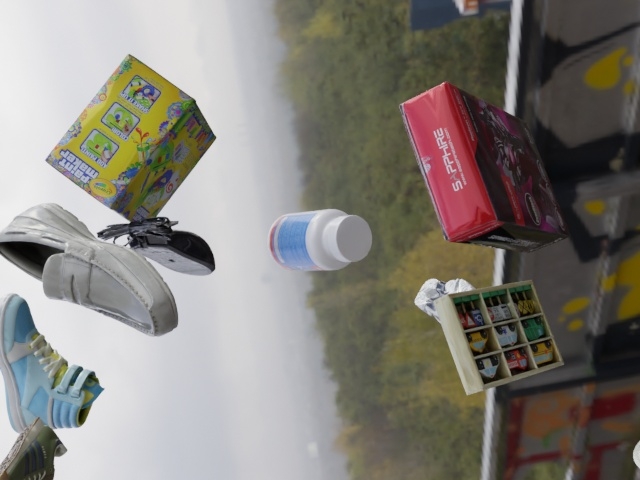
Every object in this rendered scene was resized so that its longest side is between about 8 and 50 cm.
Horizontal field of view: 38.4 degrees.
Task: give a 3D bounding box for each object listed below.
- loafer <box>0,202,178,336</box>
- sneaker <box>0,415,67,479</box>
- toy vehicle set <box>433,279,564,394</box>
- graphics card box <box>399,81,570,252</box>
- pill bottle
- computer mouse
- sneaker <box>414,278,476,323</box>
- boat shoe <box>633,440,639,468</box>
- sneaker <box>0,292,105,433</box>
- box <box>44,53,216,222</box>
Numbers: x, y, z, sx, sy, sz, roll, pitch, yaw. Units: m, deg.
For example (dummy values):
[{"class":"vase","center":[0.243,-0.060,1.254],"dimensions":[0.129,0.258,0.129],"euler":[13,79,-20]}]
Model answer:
[{"class":"loafer","center":[-0.319,0.049,1.239],"dimensions":[0.319,0.111,0.112],"euler":[25,133,34]},{"class":"sneaker","center":[-0.467,0.370,1.482],"dimensions":[0.086,0.064,0.192],"euler":[45,-156,-14]},{"class":"toy vehicle set","center":[0.314,0.162,1.597],"dimensions":[0.035,0.267,0.166],"euler":[-30,73,41]},{"class":"graphics card box","center":[0.278,-0.106,1.504],"dimensions":[0.371,0.094,0.233],"euler":[9,-120,-59]},{"class":"pill bottle","center":[0.000,0.000,1.862],"dimensions":[0.221,0.124,0.124],"euler":[-3,97,55]},{"class":"computer mouse","center":[-0.313,0.001,1.918],"dimensions":[0.272,0.188,0.072],"euler":[36,-125,-55]},{"class":"sneaker","center":[0.307,0.156,1.899],"dimensions":[0.094,0.153,0.235],"euler":[-61,19,-13]},{"class":"boat shoe","center":[0.562,0.360,1.391],"dimensions":[0.099,0.116,0.319],"euler":[57,-172,-1]},{"class":"sneaker","center":[-0.568,0.260,1.956],"dimensions":[0.127,0.208,0.319],"euler":[-58,-36,-68]},{"class":"box","center":[-0.391,-0.196,1.961],"dimensions":[0.177,0.279,0.290],"euler":[35,174,7]}]
